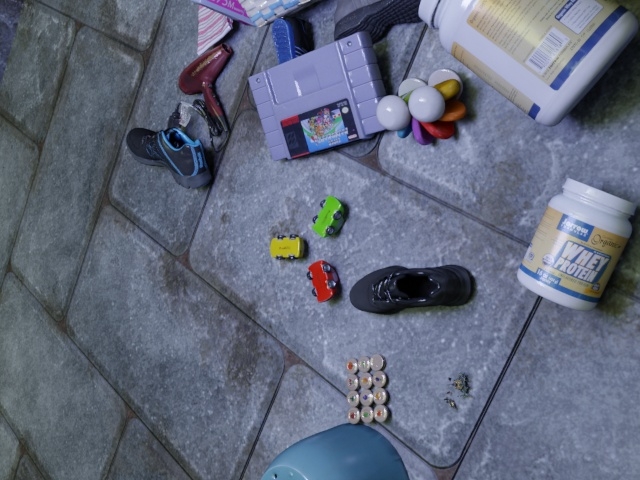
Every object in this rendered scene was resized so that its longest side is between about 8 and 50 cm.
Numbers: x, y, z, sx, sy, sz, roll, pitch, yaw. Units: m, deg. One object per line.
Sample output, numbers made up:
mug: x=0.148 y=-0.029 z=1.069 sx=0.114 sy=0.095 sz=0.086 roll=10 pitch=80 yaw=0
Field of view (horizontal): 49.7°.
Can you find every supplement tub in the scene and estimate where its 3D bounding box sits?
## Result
supplement tub: x=0.443 y=0.006 z=1.195 sx=0.144 sy=0.144 sz=0.199 roll=31 pitch=106 yaw=39
supplement tub: x=0.352 y=-0.375 z=1.201 sx=0.316 sy=0.228 sz=0.228 roll=42 pitch=114 yaw=10

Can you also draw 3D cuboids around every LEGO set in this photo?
LEGO set: x=0.278 y=0.298 z=1.394 sx=0.054 sy=0.023 sz=0.083 roll=59 pitch=135 yaw=31

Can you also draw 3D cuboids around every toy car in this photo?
toy car: x=0.218 y=-0.266 z=1.441 sx=0.182 sy=0.159 sz=0.136 roll=-8 pitch=117 yaw=40
toy car: x=0.000 y=0.000 z=1.643 sx=0.239 sy=0.053 sz=0.225 roll=41 pitch=111 yaw=35

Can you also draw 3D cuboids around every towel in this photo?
towel: x=-0.303 y=-0.630 z=1.958 sx=0.144 sy=0.029 sz=0.197 roll=-30 pitch=51 yaw=36

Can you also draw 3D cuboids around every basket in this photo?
basket: x=-0.129 y=-0.689 z=1.684 sx=0.255 sy=0.201 sz=0.289 roll=-15 pitch=112 yaw=29

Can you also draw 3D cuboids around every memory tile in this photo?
memory tile: x=0.101 y=0.330 z=1.536 sx=0.113 sy=0.012 sz=0.148 roll=-15 pitch=70 yaw=38

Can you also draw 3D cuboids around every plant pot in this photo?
plant pot: x=0.006 y=0.547 z=1.459 sx=0.293 sy=0.235 sz=0.293 roll=-6 pitch=81 yaw=41

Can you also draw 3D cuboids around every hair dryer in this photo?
hair dryer: x=-0.314 y=-0.416 z=1.967 sx=0.224 sy=0.080 sz=0.293 roll=22 pitch=106 yaw=25

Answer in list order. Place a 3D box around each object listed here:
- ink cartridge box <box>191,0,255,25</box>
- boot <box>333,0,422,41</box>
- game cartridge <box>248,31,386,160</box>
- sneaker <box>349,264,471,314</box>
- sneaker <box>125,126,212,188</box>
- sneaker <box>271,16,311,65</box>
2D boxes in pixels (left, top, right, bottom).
ink cartridge box: x=-0.210 y=-0.746 z=1.816 sx=0.065 sy=0.186 sz=0.311 roll=26 pitch=102 yaw=46
boot: x=0.152 y=-0.591 z=1.539 sx=0.338 sy=0.118 sz=0.222 roll=-12 pitch=72 yaw=35
game cartridge: x=-0.007 y=-0.326 z=1.634 sx=0.355 sy=0.068 sz=0.230 roll=-10 pitch=96 yaw=40
sneaker: x=0.163 y=0.097 z=1.441 sx=0.286 sy=0.130 sz=0.109 roll=-15 pitch=78 yaw=40
sneaker: x=-0.436 y=-0.275 z=1.985 sx=0.341 sy=0.125 sz=0.139 roll=27 pitch=135 yaw=31
sneaker: x=-0.061 y=-0.440 z=1.734 sx=0.081 sy=0.090 sz=0.232 roll=14 pitch=116 yaw=40
